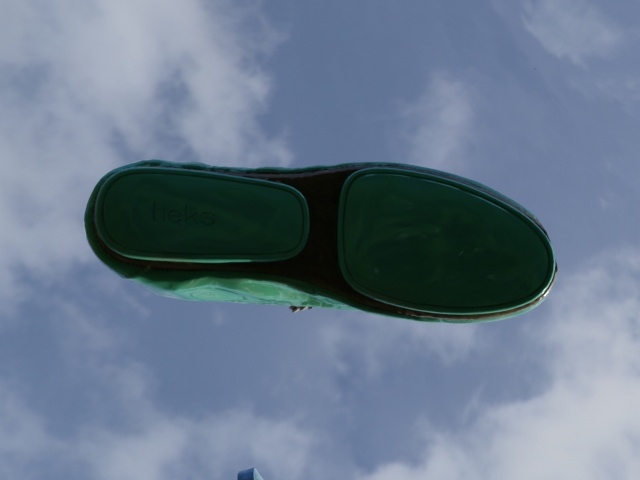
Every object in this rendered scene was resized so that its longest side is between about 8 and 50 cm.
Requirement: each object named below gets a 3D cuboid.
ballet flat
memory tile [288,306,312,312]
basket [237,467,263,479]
[{"bbox_3d":[0.000,0.000,0.525,0.247,0.087,0.083,6,-100,-7],"label":"ballet flat"},{"bbox_3d":[0.027,0.012,0.926,0.012,0.113,0.148,43,-105,-2],"label":"memory tile"},{"bbox_3d":[-0.060,0.488,1.373,0.201,0.255,0.289,-18,-117,2],"label":"basket"}]
